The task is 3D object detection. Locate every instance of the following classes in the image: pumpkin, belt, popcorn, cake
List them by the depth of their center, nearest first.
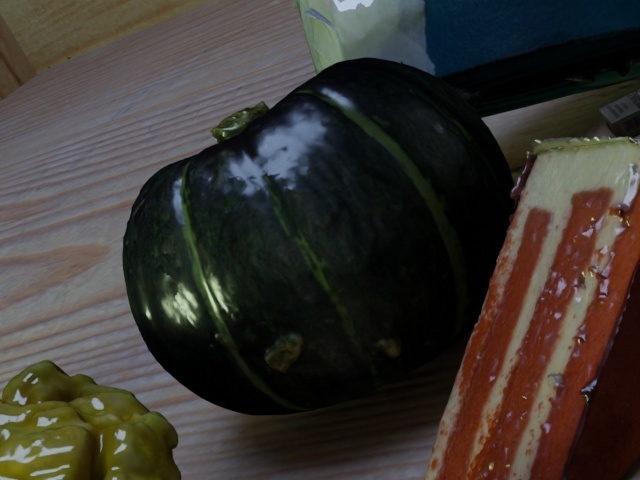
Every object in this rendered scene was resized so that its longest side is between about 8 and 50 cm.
[{"bbox_3d":[0.192,0.080,0.890,0.158,0.160,0.262,8,75,59],"label":"cake"},{"bbox_3d":[-0.201,0.177,0.959,0.226,0.200,0.203,-43,34,52],"label":"popcorn"},{"bbox_3d":[0.000,0.000,1.062,0.323,0.241,0.323,-30,10,6],"label":"pumpkin"},{"bbox_3d":[0.197,-0.219,1.259,0.436,0.173,0.300,-18,-5,-13],"label":"belt"}]

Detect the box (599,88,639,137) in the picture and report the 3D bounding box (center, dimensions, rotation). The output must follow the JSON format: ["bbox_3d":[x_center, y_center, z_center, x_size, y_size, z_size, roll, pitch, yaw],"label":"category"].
[{"bbox_3d":[0.314,-0.129,1.282,0.083,0.024,0.053,-28,19,7],"label":"box"}]
